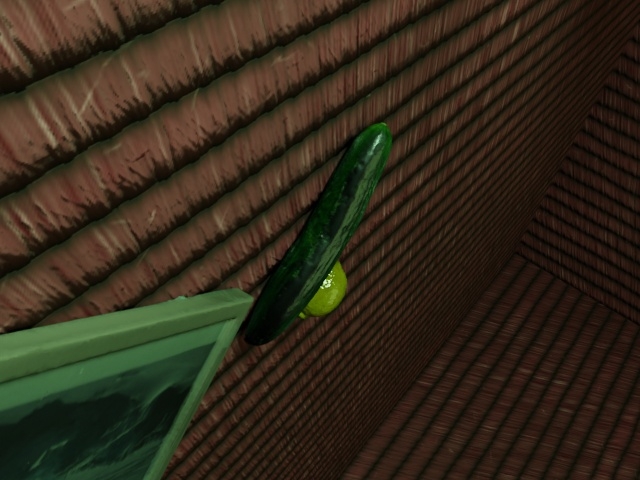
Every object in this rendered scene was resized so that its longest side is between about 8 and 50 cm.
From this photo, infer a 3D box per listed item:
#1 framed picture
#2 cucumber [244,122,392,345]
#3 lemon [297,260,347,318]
[{"bbox_3d":[-0.226,0.196,0.623,0.326,0.028,0.446,-62,163,13],"label":"framed picture"},{"bbox_3d":[0.000,0.000,0.867,0.284,0.056,0.056,-59,163,7],"label":"cucumber"},{"bbox_3d":[-0.004,0.057,0.943,0.083,0.062,0.062,-54,163,-1],"label":"lemon"}]
